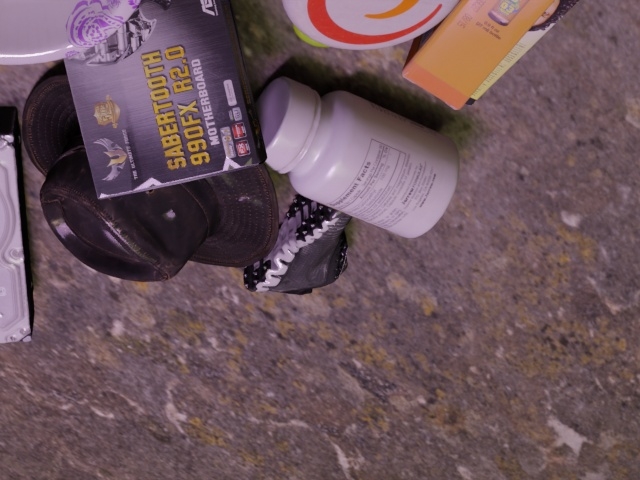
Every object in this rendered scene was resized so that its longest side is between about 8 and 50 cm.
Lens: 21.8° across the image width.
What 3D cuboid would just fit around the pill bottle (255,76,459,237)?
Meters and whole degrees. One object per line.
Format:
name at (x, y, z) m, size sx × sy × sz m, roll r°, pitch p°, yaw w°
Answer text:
pill bottle at (0.034, -0.099, 1.915) m, size 0.229 × 0.131 × 0.131 m, roll 22°, pitch 135°, yaw -26°

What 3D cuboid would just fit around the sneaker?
sneaker at (0.000, 0.000, 2.084) m, size 0.106 × 0.078 × 0.234 m, roll 16°, pitch 141°, yaw -26°

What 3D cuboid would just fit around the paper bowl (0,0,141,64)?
paper bowl at (-0.304, -0.317, 1.613) m, size 0.284 × 0.148 × 0.284 m, roll -2°, pitch 140°, yaw -1°

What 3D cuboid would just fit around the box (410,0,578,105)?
box at (0.198, -0.246, 1.802) m, size 0.087 × 0.058 × 0.232 m, roll 21°, pitch 136°, yaw -25°

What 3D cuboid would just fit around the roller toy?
roller toy at (0.047, -0.300, 1.657) m, size 0.209 × 0.146 × 0.191 m, roll -20°, pitch 147°, yaw 10°

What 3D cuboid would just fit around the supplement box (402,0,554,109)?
supplement box at (0.179, -0.244, 1.706) m, size 0.078 × 0.080 × 0.233 m, roll 32°, pitch 133°, yaw -11°

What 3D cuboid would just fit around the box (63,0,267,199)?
box at (-0.171, -0.175, 1.760) m, size 0.183 × 0.056 × 0.231 m, roll -11°, pitch 97°, yaw 10°

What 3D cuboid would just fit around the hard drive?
hard drive at (-0.473, -0.011, 2.008) m, size 0.237 × 0.064 × 0.339 m, roll 1°, pitch 133°, yaw -5°

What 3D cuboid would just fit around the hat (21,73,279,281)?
hat at (-0.217, -0.036, 1.899) m, size 0.331 × 0.134 × 0.331 m, roll 17°, pitch 143°, yaw 13°
